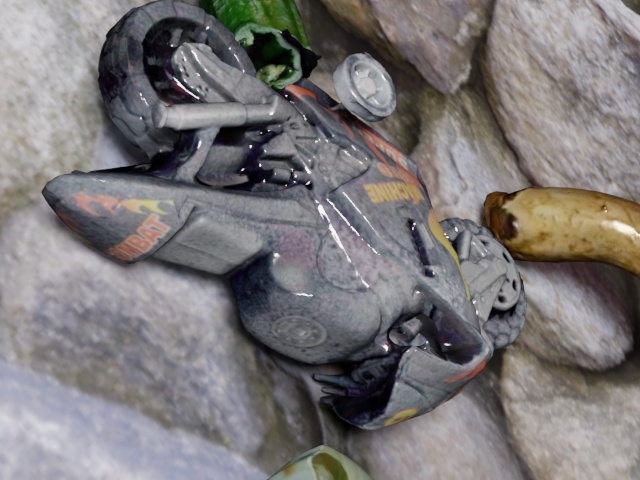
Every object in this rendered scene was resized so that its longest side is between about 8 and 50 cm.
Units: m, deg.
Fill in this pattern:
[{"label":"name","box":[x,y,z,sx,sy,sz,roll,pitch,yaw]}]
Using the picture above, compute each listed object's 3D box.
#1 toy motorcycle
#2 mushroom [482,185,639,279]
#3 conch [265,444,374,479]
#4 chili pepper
[{"label":"toy motorcycle","box":[0.000,0.000,0.732,0.307,0.108,0.173,33,47,-26]},{"label":"mushroom","box":[0.262,0.076,0.865,0.302,0.233,0.208,45,29,-17]},{"label":"conch","box":[-0.002,0.190,0.565,0.172,0.131,0.200,58,-2,46]},{"label":"chili pepper","box":[-0.055,-0.183,0.838,0.059,0.088,0.227,-6,59,-15]}]
